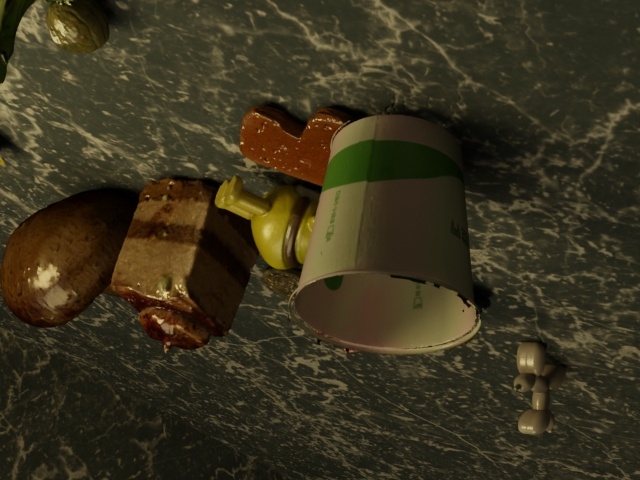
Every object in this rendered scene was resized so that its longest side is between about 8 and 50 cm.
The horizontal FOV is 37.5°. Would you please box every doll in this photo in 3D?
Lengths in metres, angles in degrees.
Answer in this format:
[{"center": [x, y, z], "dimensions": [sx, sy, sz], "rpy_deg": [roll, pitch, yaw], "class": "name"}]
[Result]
[{"center": [0.000, 0.000, 1.567], "dimensions": [0.363, 0.145, 0.199], "rpy_deg": [26, 170, -16], "class": "doll"}, {"center": [0.414, 0.293, 1.797], "dimensions": [0.059, 0.160, 0.161], "rpy_deg": [-3, 144, 42], "class": "doll"}]

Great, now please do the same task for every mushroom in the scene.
[{"center": [-0.456, 0.064, 1.898], "dimensions": [0.331, 0.334, 0.356], "rpy_deg": [1, 139, 39], "class": "mushroom"}]

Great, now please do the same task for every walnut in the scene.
[{"center": [-0.337, -0.300, 1.308], "dimensions": [0.092, 0.092, 0.092], "rpy_deg": [18, 155, 9], "class": "walnut"}]

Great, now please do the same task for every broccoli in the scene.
[{"center": [-0.390, -0.298, 1.212], "dimensions": [0.122, 0.204, 0.118], "rpy_deg": [25, 172, -29], "class": "broccoli"}]

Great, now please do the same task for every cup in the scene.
[{"center": [0.095, -0.010, 1.270], "dimensions": [0.253, 0.274, 0.253], "rpy_deg": [6, 153, 3], "class": "cup"}]

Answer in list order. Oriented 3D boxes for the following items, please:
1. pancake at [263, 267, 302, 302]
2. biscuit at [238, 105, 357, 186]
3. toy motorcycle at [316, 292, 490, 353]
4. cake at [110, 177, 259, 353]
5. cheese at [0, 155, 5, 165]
[{"center": [-0.054, 0.096, 1.948], "dimensions": [0.151, 0.025, 0.151], "rpy_deg": [18, 156, 8], "class": "pancake"}, {"center": [-0.028, -0.153, 1.400], "dimensions": [0.192, 0.036, 0.186], "rpy_deg": [19, 153, 5], "class": "biscuit"}, {"center": [0.153, 0.135, 1.648], "dimensions": [0.298, 0.089, 0.171], "rpy_deg": [-11, -168, -33], "class": "toy motorcycle"}, {"center": [-0.255, 0.055, 1.715], "dimensions": [0.196, 0.293, 0.199], "rpy_deg": [7, 156, 30], "class": "cake"}, {"center": [-0.739, -0.208, 1.846], "dimensions": [0.270, 0.069, 0.177], "rpy_deg": [20, 155, 11], "class": "cheese"}]
